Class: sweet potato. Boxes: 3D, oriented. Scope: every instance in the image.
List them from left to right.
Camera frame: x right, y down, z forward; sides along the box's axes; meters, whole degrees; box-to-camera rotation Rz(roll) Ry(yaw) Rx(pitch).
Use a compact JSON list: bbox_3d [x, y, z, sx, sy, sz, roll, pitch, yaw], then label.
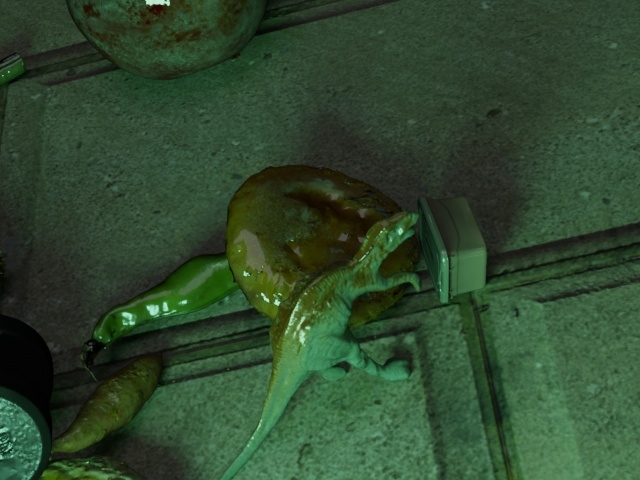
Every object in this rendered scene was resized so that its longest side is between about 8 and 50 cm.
[{"bbox_3d":[-0.255,0.202,1.687,0.068,0.060,0.206,-21,14,44],"label":"sweet potato"}]

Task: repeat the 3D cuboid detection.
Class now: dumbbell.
[{"bbox_3d":[-0.388,0.191,1.635,0.152,0.152,0.218,-22,21,-2],"label":"dumbbell"}]

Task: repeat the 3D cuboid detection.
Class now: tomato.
[{"bbox_3d":[-0.229,-0.400,2.128,0.316,0.282,0.317,-7,58,12],"label":"tomato"}]

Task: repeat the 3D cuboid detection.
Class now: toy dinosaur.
[{"bbox_3d":[-0.005,0.132,1.603,0.393,0.205,0.092,-42,52,4],"label":"toy dinosaur"}]

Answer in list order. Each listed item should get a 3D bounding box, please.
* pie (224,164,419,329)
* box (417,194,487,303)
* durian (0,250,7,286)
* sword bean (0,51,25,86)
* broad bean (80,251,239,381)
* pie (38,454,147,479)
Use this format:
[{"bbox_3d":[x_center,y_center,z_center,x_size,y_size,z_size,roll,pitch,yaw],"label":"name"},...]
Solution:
[{"bbox_3d":[0.000,0.000,1.768,0.273,0.069,0.273,6,51,-7],"label":"pie"},{"bbox_3d":[0.162,0.007,1.725,0.062,0.089,0.122,-10,44,-5],"label":"box"},{"bbox_3d":[-0.506,0.068,1.866,0.186,0.119,0.108,-21,40,-4],"label":"durian"},{"bbox_3d":[-0.590,-0.219,2.235,0.269,0.038,0.043,-34,21,-14],"label":"sword bean"},{"bbox_3d":[-0.172,0.074,1.789,0.318,0.056,0.098,-35,45,-18],"label":"broad bean"},{"bbox_3d":[-0.303,0.372,1.530,0.339,0.077,0.339,-10,45,10],"label":"pie"}]
